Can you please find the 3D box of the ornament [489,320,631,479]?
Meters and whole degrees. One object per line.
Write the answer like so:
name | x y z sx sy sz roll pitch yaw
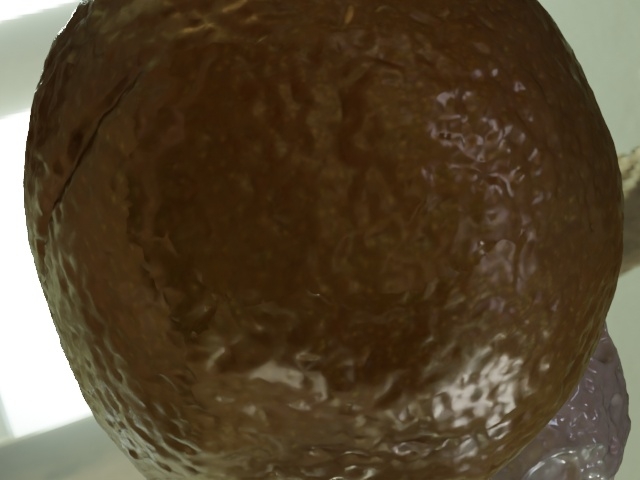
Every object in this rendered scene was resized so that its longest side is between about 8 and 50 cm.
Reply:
ornament | 0.113 0.125 1.341 0.259 0.259 0.225 -31 -78 37

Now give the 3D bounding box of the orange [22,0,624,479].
orange | 0.000 0.000 0.910 0.322 0.322 0.357 32 -36 28
